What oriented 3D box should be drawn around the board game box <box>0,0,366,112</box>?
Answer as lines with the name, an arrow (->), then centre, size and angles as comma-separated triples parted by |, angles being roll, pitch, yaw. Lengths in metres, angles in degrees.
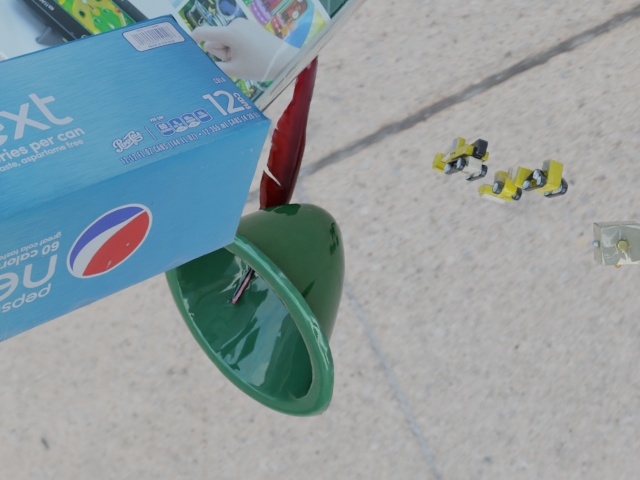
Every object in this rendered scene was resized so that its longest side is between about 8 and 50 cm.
board game box -> -0.059, -0.199, 0.630 | 0.224, 0.097, 0.303 | 42, 83, 0

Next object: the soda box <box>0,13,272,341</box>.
soda box -> -0.122, -0.009, 0.417 | 0.067, 0.210, 0.071 | 48, 140, 24

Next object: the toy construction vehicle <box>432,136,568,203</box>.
toy construction vehicle -> 0.142, -0.058, 0.975 | 0.086, 0.098, 0.035 | 16, 81, -14

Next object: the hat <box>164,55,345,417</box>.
hat -> 0.000, 0.000, 0.918 | 0.173, 0.183, 0.208 | 29, 143, 31

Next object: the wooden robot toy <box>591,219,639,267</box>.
wooden robot toy -> 0.269, -0.011, 0.840 | 0.173, 0.079, 0.076 | -19, 96, 2
